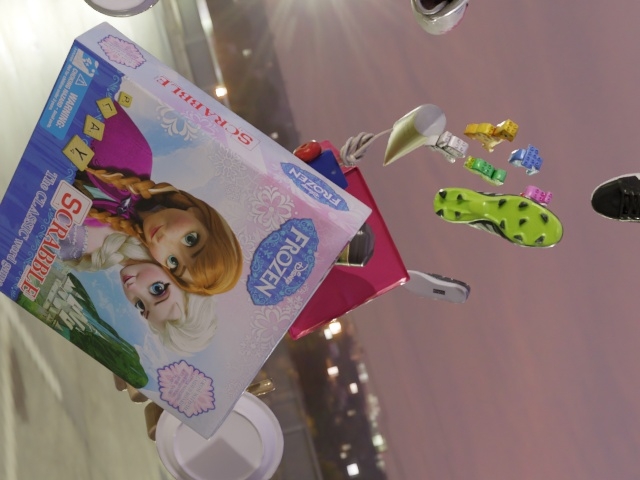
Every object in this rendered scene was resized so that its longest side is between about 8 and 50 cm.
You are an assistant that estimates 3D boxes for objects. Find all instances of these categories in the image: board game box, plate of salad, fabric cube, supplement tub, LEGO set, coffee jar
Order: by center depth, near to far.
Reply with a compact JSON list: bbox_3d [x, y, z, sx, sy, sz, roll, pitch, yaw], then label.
[{"bbox_3d":[-0.162,0.001,1.129,0.319,0.318,0.066,-56,178,33],"label":"board game box"},{"bbox_3d":[-0.309,-0.419,1.740,0.200,0.144,0.144,-116,-168,-77],"label":"supplement tub"},{"bbox_3d":[-0.156,0.309,1.747,0.048,0.199,0.200,-83,160,-68],"label":"plate of salad"},{"bbox_3d":[0.292,-0.137,1.785,0.087,0.227,0.093,-64,-167,-18],"label":"LEGO set"},{"bbox_3d":[0.000,0.000,1.915,0.096,0.184,0.079,3,93,-80],"label":"coffee jar"},{"bbox_3d":[-0.019,-0.007,2.146,0.254,0.259,0.258,65,-4,-20],"label":"fabric cube"}]

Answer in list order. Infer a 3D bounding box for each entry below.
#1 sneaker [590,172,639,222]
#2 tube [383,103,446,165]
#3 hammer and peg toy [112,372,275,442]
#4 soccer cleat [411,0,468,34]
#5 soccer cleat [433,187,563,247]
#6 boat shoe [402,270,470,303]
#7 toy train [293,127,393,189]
[{"bbox_3d":[0.520,-0.059,1.750,0.121,0.217,0.079,-21,112,-62],"label":"sneaker"},{"bbox_3d":[0.161,-0.196,2.059,0.062,0.070,0.240,59,-13,-3],"label":"tube"},{"bbox_3d":[-0.222,0.168,1.880,0.361,0.266,0.127,90,-20,-45],"label":"hammer and peg toy"},{"bbox_3d":[0.198,-0.428,1.944,0.116,0.143,0.331,45,-17,3],"label":"soccer cleat"},{"bbox_3d":[0.228,-0.033,1.412,0.072,0.179,0.060,0,104,-57],"label":"soccer cleat"},{"bbox_3d":[0.225,0.088,2.194,0.040,0.142,0.049,-40,142,-56],"label":"boat shoe"},{"bbox_3d":[-0.021,-0.094,1.624,0.143,0.248,0.105,10,-49,62],"label":"toy train"}]
